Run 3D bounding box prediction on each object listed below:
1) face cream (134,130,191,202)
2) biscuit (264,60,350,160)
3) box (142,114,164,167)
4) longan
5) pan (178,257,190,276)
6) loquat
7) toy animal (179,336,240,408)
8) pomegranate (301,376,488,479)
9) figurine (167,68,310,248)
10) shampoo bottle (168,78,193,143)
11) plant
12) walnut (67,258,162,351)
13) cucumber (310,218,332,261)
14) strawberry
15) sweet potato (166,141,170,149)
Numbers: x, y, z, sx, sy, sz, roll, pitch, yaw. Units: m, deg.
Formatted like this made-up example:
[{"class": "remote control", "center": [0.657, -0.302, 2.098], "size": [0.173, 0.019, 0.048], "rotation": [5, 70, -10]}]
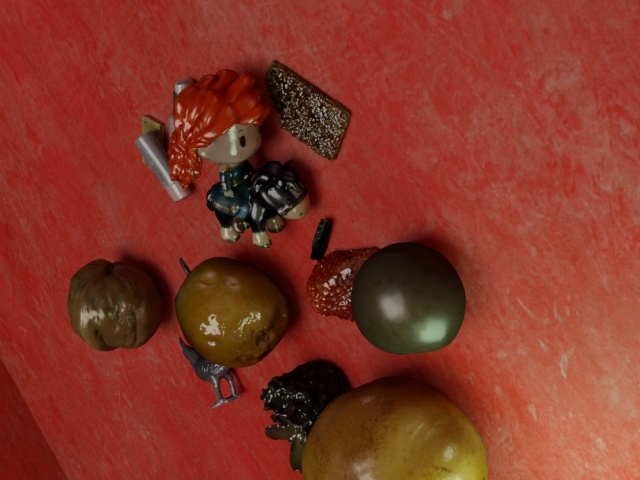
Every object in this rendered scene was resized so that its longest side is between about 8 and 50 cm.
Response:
[{"class": "face cream", "center": [-0.421, -0.197, 1.823], "size": [0.198, 0.057, 0.084], "rotation": [57, 160, -10]}, {"class": "biscuit", "center": [-0.043, -0.284, 1.488], "size": [0.237, 0.026, 0.131], "rotation": [38, 129, 20]}, {"class": "box", "center": [-0.462, -0.266, 1.871], "size": [0.073, 0.020, 0.149], "rotation": [30, 128, 26]}, {"class": "longan", "center": [0.174, 0.127, 1.366], "size": [0.248, 0.248, 0.248], "rotation": [19, 122, 34]}, {"class": "pan", "center": [-0.370, 0.159, 1.979], "size": [0.202, 0.048, 0.128], "rotation": [37, 132, 23]}, {"class": "loquat", "center": [-0.222, 0.174, 1.722], "size": [0.284, 0.276, 0.276], "rotation": [52, 141, 45]}, {"class": "toy animal", "center": [-0.297, 0.389, 1.999], "size": [0.367, 0.081, 0.205], "rotation": [-6, 95, 43]}, {"class": "pomegranate", "center": [0.153, 0.507, 1.458], "size": [0.417, 0.417, 0.416], "rotation": [19, 122, 34]}, {"class": "figurine", "center": [-0.192, -0.172, 1.556], "size": [0.306, 0.241, 0.411], "rotation": [-14, 111, 53]}, {"class": "shampoo bottle", "center": [-0.346, -0.307, 1.708], "size": [0.074, 0.074, 0.192], "rotation": [24, 126, 31]}, {"class": "plant", "center": [-0.045, 0.418, 1.700], "size": [0.178, 0.234, 0.204], "rotation": [-5, 113, 48]}, {"class": "walnut", "center": [-0.632, 0.203, 2.084], "size": [0.297, 0.285, 0.285], "rotation": [3, 114, 17]}, {"class": "cucumber", "center": [-0.001, 0.001, 1.586], "size": [0.033, 0.034, 0.134], "rotation": [32, 129, 20]}, {"class": "strawberry", "center": [0.042, 0.106, 1.549], "size": [0.175, 0.107, 0.236], "rotation": [34, 129, 24]}, {"class": "sweet potato", "center": [-0.384, -0.227, 1.811], "size": [0.034, 0.034, 0.095], "rotation": [-42, 74, 45]}]
